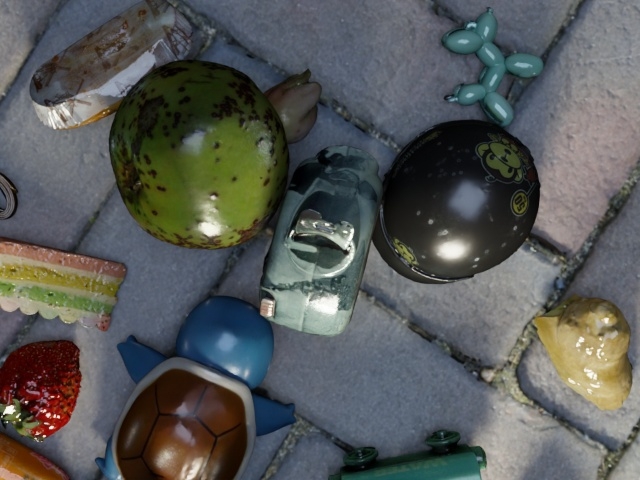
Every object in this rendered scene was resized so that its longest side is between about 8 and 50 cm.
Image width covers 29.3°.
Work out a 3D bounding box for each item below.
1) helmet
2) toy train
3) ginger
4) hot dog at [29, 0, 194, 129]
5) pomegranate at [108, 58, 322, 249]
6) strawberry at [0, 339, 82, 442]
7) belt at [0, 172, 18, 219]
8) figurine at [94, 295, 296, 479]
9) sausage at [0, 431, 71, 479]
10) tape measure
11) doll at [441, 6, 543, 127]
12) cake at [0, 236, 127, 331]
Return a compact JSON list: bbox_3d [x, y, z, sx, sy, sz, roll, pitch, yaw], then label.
[{"bbox_3d":[0.202,-0.047,1.824,0.279,0.160,0.230,-41,96,7],"label":"helmet"},{"bbox_3d":[0.136,0.362,1.854,0.248,0.159,0.101,-11,98,-2],"label":"toy train"},{"bbox_3d":[0.436,0.174,1.875,0.115,0.122,0.193,-36,99,-19],"label":"ginger"},{"bbox_3d":[-0.312,-0.259,1.830,0.268,0.075,0.144,-27,60,1],"label":"hot dog"},{"bbox_3d":[-0.136,-0.145,1.791,0.340,0.285,0.285,-28,94,-30],"label":"pomegranate"},{"bbox_3d":[-0.430,0.223,1.858,0.131,0.131,0.148,18,49,-2],"label":"strawberry"},{"bbox_3d":[-0.497,-0.072,1.873,0.059,0.036,0.083,-31,94,-1],"label":"belt"},{"bbox_3d":[-0.211,0.283,1.832,0.297,0.243,0.416,23,72,6],"label":"figurine"},{"bbox_3d":[-0.501,0.338,1.869,0.312,0.093,0.093,29,92,-3],"label":"sausage"},{"bbox_3d":[0.000,0.000,1.773,0.147,0.256,0.275,16,129,3],"label":"tape measure"},{"bbox_3d":[0.255,-0.270,1.870,0.158,0.059,0.159,24,94,-3],"label":"doll"},{"bbox_3d":[-0.417,0.064,1.858,0.225,0.090,0.109,13,89,-3],"label":"cake"}]
